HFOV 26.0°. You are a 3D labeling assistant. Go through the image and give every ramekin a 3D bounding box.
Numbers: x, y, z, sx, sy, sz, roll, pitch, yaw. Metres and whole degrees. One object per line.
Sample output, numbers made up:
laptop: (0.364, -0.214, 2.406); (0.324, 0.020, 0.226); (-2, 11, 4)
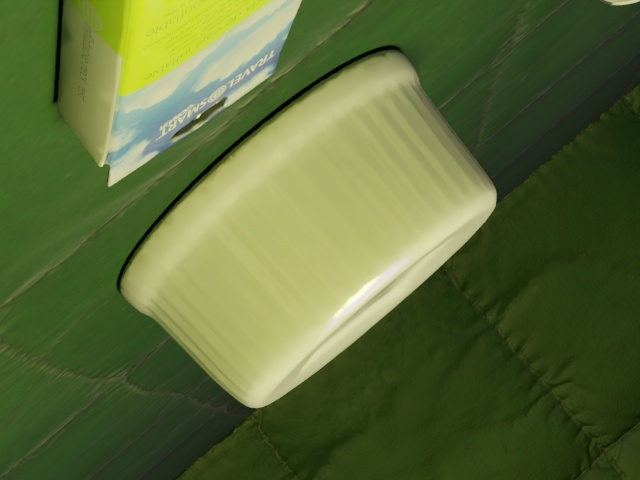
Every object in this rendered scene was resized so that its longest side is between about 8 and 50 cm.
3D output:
ramekin: (0.000, 0.000, 1.029); (0.277, 0.135, 0.277); (-40, 172, -7)

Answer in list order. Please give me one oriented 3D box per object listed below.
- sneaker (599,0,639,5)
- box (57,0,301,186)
sneaker: (0.334, -0.297, 1.223); (0.258, 0.094, 0.091); (-34, -171, -15)
box: (-0.053, -0.097, 0.572); (0.109, 0.042, 0.178); (-37, 172, -22)
